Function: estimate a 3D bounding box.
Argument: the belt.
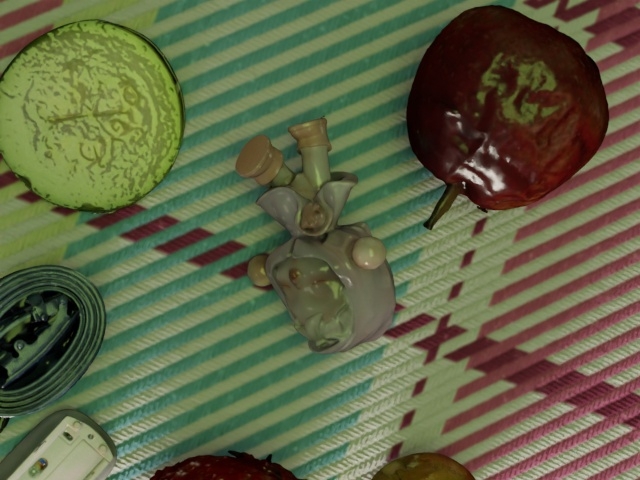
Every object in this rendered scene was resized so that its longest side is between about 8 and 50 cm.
[{"bbox_3d":[-0.329,0.112,1.461,0.141,0.082,0.190,46,73,-9],"label":"belt"}]

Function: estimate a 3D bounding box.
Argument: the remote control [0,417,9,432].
[{"bbox_3d":[-0.462,0.153,1.474,0.245,0.025,0.063,21,87,-11],"label":"remote control"}]

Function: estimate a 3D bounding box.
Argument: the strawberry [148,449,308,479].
[{"bbox_3d":[-0.139,0.368,1.434,0.288,0.238,0.250,-13,84,-34],"label":"strawberry"}]

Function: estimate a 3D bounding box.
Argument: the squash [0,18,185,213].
[{"bbox_3d":[-0.260,-0.139,1.498,0.219,0.041,0.219,0,91,-16],"label":"squash"}]

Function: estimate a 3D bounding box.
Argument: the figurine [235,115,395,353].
[{"bbox_3d":[0.000,0.001,1.499,0.133,0.200,0.276,-32,107,-48],"label":"figurine"}]

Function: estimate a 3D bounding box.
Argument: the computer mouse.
[{"bbox_3d":[-0.320,0.282,1.497,0.102,0.045,0.199,43,85,-9],"label":"computer mouse"}]

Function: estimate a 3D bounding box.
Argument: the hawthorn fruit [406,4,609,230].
[{"bbox_3d":[0.196,-0.126,1.510,0.230,0.210,0.266,27,101,-24],"label":"hawthorn fruit"}]

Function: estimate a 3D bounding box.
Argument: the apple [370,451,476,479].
[{"bbox_3d":[0.125,0.319,1.544,0.146,0.146,0.146,0,93,-11],"label":"apple"}]
